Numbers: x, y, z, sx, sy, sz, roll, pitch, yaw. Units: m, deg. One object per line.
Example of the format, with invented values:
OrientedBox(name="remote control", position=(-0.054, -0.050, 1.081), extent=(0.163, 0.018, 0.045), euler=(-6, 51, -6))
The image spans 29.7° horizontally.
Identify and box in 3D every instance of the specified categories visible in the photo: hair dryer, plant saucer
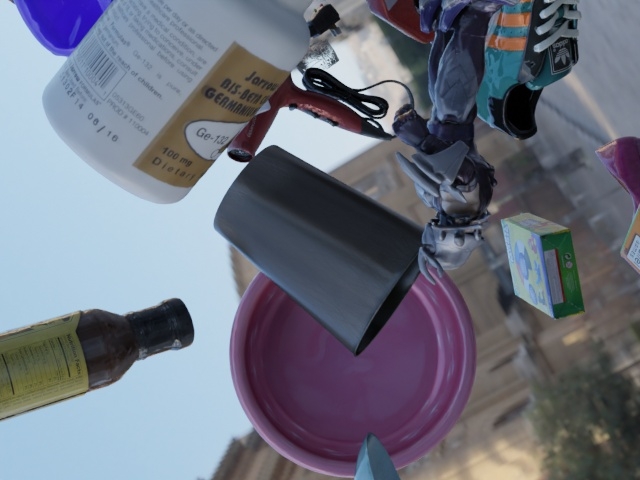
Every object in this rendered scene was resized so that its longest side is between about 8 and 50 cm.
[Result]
OrientedBox(name="hair dryer", position=(-0.020, -0.198, 1.629), extent=(0.223, 0.293, 0.080), euler=(50, 152, 11))
OrientedBox(name="plant saucer", position=(0.078, 0.325, 1.428), extent=(0.195, 0.037, 0.195), euler=(-23, -90, -82))
OrientedBox(name="plant saucer", position=(0.043, 0.153, 1.640), extent=(0.332, 0.332, 0.084), euler=(61, 174, 7))

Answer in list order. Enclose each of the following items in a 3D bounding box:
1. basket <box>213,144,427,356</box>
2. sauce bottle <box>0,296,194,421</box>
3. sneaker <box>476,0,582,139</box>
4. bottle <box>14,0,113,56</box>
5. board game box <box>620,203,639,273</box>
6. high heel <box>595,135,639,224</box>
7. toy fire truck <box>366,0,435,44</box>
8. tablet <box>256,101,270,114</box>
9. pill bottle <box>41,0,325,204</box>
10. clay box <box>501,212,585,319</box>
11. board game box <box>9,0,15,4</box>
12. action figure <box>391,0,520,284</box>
OrientedBox(name="basket", position=(0.000, 0.000, 1.427), extent=(0.227, 0.154, 0.204), euler=(36, 143, 9))
OrientedBox(name="sauce bottle", position=(-0.330, 0.151, 1.544), extent=(0.111, 0.344, 0.111), euler=(35, 132, 50))
OrientedBox(name="sneaker", position=(0.242, -0.241, 1.310), extent=(0.121, 0.108, 0.302), euler=(50, 145, 29))
OrientedBox(name="bottle", position=(-0.214, -0.267, 1.087), extent=(0.283, 0.092, 0.118), euler=(-99, -11, -57))
OrientedBox(name="board game box", position=(0.619, -0.043, 1.343), extent=(0.356, 0.356, 0.356), euler=(49, 160, 25))
OrientedBox(name="high heel", position=(0.425, -0.049, 1.664), extent=(0.082, 0.117, 0.244), euler=(48, -135, -43))
OrientedBox(name="toy fire truck", position=(0.188, -0.384, 1.597), extent=(0.169, 0.302, 0.254), euler=(37, 164, 38))
OrientedBox(name="tablet", position=(-0.109, -0.172, 1.492), extent=(0.006, 0.083, 0.054), euler=(-107, -3, -63))
OrientedBox(name="pill bottle", position=(-0.083, -0.149, 0.865), extent=(0.131, 0.229, 0.131), euler=(38, -164, -13))
OrientedBox(name="clay box", position=(0.327, 0.033, 1.814), extent=(0.222, 0.053, 0.127), euler=(-140, 37, -78))
OrientedBox(name="board game box", position=(-0.392, -0.345, 1.541), extent=(0.141, 0.048, 0.170), euler=(34, -168, -9))
OrientedBox(name="action figure", position=(0.098, -0.106, 0.921), extent=(0.185, 0.099, 0.284), euler=(-107, 20, -80))
